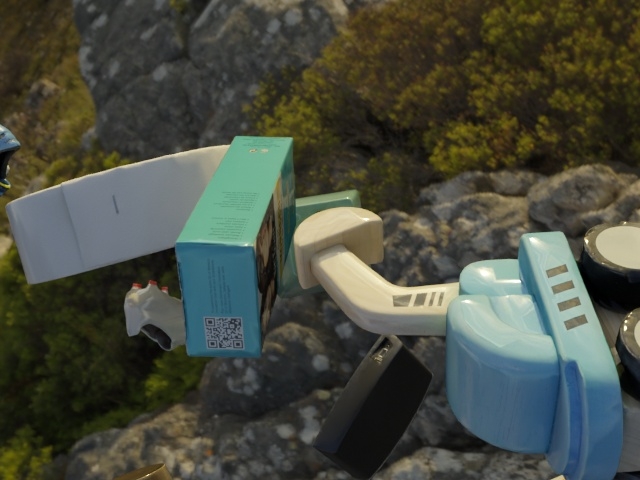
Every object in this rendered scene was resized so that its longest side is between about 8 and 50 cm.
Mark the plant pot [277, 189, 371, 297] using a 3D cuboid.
[{"bbox_3d":[0.000,0.000,1.318,0.165,0.234,0.166,-9,86,-3],"label":"plant pot"}]

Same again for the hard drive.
[{"bbox_3d":[0.108,0.314,1.518,0.054,0.172,0.255,18,67,48],"label":"hard drive"}]

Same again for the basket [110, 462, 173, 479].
[{"bbox_3d":[-0.313,0.540,1.487,0.154,0.204,0.227,-23,85,58],"label":"basket"}]

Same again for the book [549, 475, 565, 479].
[{"bbox_3d":[0.391,0.396,1.296,0.096,0.144,0.035,-20,80,-4],"label":"book"}]

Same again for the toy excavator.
[{"bbox_3d":[0.190,0.098,0.997,0.445,0.222,0.433,-3,39,1],"label":"toy excavator"}]

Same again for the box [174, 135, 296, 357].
[{"bbox_3d":[-0.065,-0.007,0.710,0.060,0.101,0.244,1,26,5],"label":"box"}]

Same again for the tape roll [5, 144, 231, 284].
[{"bbox_3d":[-0.227,-0.033,0.989,0.286,0.286,0.100,-12,95,35],"label":"tape roll"}]

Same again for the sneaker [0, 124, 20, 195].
[{"bbox_3d":[-0.469,-0.059,1.075,0.082,0.069,0.209,32,97,4],"label":"sneaker"}]

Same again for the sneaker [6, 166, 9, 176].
[{"bbox_3d":[-0.576,-0.107,1.328,0.075,0.161,0.057,-44,79,15],"label":"sneaker"}]

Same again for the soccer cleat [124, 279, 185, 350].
[{"bbox_3d":[-0.181,0.113,1.076,0.068,0.196,0.076,-13,63,37],"label":"soccer cleat"}]
